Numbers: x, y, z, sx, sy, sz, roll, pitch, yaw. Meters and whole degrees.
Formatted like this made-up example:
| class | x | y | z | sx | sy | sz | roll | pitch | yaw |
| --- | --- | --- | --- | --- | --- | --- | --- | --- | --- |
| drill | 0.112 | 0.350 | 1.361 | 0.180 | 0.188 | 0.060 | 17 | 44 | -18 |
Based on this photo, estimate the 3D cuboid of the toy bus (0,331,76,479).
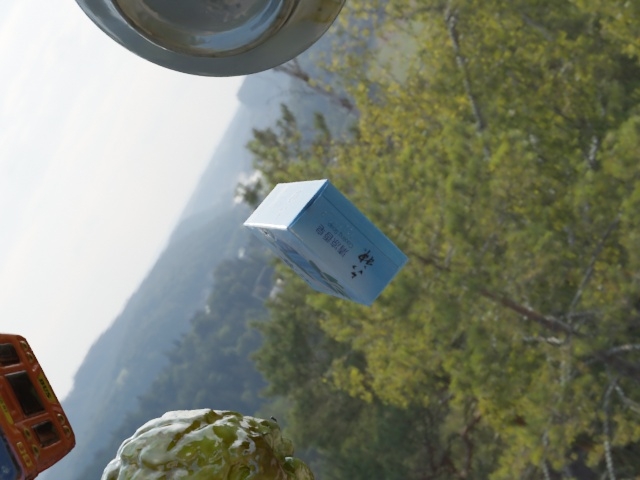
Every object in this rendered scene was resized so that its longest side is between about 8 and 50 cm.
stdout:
| class | x | y | z | sx | sy | sz | roll | pitch | yaw |
| --- | --- | --- | --- | --- | --- | --- | --- | --- | --- |
| toy bus | -0.376 | 0.202 | 0.708 | 0.329 | 0.143 | 0.153 | -31 | -6 | 6 |

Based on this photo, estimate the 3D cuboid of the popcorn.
| class | x | y | z | sx | sy | sz | roll | pitch | yaw |
| --- | --- | --- | --- | --- | --- | --- | --- | --- | --- |
| popcorn | -0.144 | 0.333 | 1.054 | 0.247 | 0.282 | 0.282 | -18 | 37 | 42 |

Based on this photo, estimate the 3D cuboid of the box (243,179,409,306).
| class | x | y | z | sx | sy | sz | roll | pitch | yaw |
| --- | --- | --- | --- | --- | --- | --- | --- | --- | --- |
| box | 0.000 | 0.000 | 1.123 | 0.083 | 0.142 | 0.232 | -50 | 15 | -11 |

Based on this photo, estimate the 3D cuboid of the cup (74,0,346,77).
| class | x | y | z | sx | sy | sz | roll | pitch | yaw |
| --- | --- | --- | --- | --- | --- | --- | --- | --- | --- |
| cup | -0.101 | -0.282 | 0.787 | 0.347 | 0.347 | 0.163 | 125 | 157 | -44 |
